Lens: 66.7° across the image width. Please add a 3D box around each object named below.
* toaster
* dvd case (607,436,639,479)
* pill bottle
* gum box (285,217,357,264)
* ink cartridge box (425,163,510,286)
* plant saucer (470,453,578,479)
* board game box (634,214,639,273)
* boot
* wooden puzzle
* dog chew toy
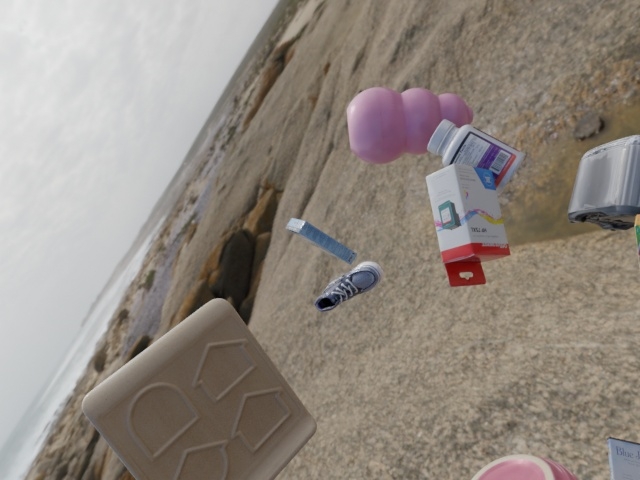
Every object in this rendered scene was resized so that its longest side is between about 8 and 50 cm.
[{"bbox_3d":[0.567,-0.102,0.900,0.227,0.129,0.146,141,139,-86],"label":"toaster"},{"bbox_3d":[0.934,0.712,1.395,0.022,0.180,0.253,83,-161,-52],"label":"dvd case"},{"bbox_3d":[0.343,-0.192,1.091,0.108,0.193,0.108,-52,-15,-20],"label":"pill bottle"},{"bbox_3d":[0.000,0.000,1.433,0.041,0.184,0.157,-59,18,-4],"label":"gum box"},{"bbox_3d":[0.302,-0.028,0.979,0.078,0.134,0.231,-23,72,49],"label":"ink cartridge box"},{"bbox_3d":[0.492,0.666,1.238,0.332,0.084,0.332,-32,4,3],"label":"plant saucer"},{"bbox_3d":[0.602,0.016,0.686,0.259,0.124,0.039,-1,40,38],"label":"board game box"},{"bbox_3d":[0.066,0.116,1.144,0.086,0.069,0.190,-42,3,-42],"label":"boot"},{"bbox_3d":[-0.219,0.338,0.943,0.322,0.348,0.080,-39,3,-33],"label":"wooden puzzle"},{"bbox_3d":[0.240,-0.319,1.314,0.206,0.332,0.206,-6,-90,-85],"label":"dog chew toy"}]
